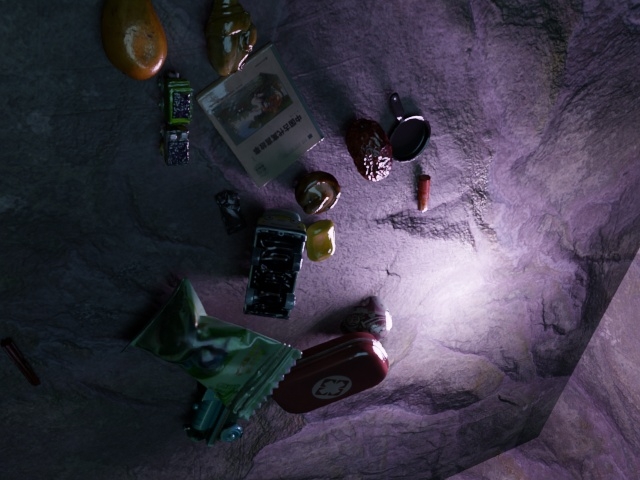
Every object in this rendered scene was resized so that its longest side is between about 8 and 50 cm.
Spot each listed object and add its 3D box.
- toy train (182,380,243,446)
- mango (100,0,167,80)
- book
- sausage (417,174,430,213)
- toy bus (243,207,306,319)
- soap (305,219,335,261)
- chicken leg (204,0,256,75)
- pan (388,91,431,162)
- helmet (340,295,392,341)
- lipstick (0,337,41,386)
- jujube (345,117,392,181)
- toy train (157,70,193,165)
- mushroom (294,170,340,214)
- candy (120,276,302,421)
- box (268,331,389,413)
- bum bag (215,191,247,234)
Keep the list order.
[{"bbox_3d":[-0.312,0.510,1.745,0.194,0.120,0.298,11,118,-29],"label":"toy train"},{"bbox_3d":[-0.345,-0.376,1.032,0.115,0.089,0.165,-28,132,-13],"label":"mango"},{"bbox_3d":[-0.129,-0.278,1.293,0.214,0.025,0.283,-38,134,-2],"label":"book"},{"bbox_3d":[0.306,-0.134,1.677,0.034,0.034,0.130,-19,132,-19],"label":"sausage"},{"bbox_3d":[-0.119,0.054,1.461,0.133,0.165,0.276,9,122,-7],"label":"toy bus"},{"bbox_3d":[-0.001,-0.001,1.579,0.088,0.045,0.140,-18,133,-16],"label":"soap"},{"bbox_3d":[-0.177,-0.436,1.103,0.103,0.088,0.228,-6,122,-16],"label":"chicken leg"},{"bbox_3d":[0.220,-0.304,1.490,0.136,0.028,0.235,-37,139,-3],"label":"pan"},{"bbox_3d":[0.166,0.286,1.872,0.176,0.107,0.153,-30,138,-9],"label":"helmet"},{"bbox_3d":[-0.729,0.302,1.376,0.027,0.027,0.177,-21,135,-17],"label":"lipstick"},{"bbox_3d":[0.129,-0.228,1.433,0.109,0.112,0.176,-9,140,17],"label":"jujube"},{"bbox_3d":[-0.301,-0.245,1.169,0.060,0.081,0.202,-10,129,-27],"label":"toy train"},{"bbox_3d":[-0.005,-0.123,1.450,0.127,0.087,0.127,-17,136,-18],"label":"mushroom"},{"bbox_3d":[-0.279,0.294,1.488,0.397,0.172,0.263,36,109,-8],"label":"candy"},{"bbox_3d":[0.024,0.434,1.833,0.403,0.108,0.263,-23,135,7],"label":"box"},{"bbox_3d":[-0.219,-0.068,1.395,0.057,0.034,0.125,-17,132,-9],"label":"bum bag"}]
